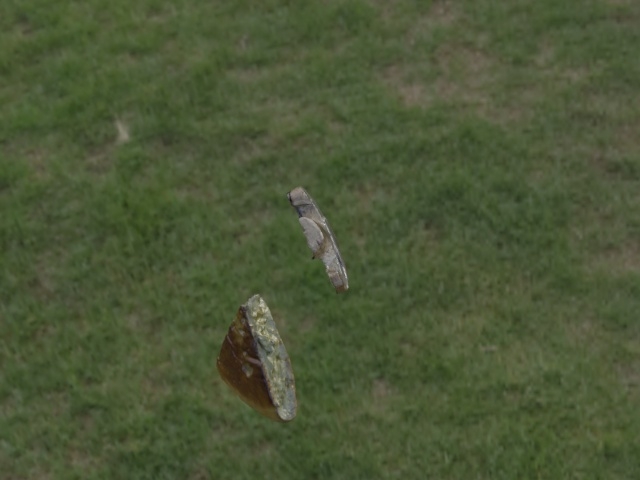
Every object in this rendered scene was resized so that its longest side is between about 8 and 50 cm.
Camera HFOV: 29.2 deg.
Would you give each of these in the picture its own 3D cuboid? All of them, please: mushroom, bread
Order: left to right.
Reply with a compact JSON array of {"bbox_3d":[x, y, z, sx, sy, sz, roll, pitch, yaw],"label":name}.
[{"bbox_3d":[-0.064,0.154,1.428,0.054,0.154,0.136,-16,57,-27],"label":"bread"},{"bbox_3d":[0.000,0.000,0.975,0.019,0.049,0.101,-31,64,11],"label":"mushroom"}]
